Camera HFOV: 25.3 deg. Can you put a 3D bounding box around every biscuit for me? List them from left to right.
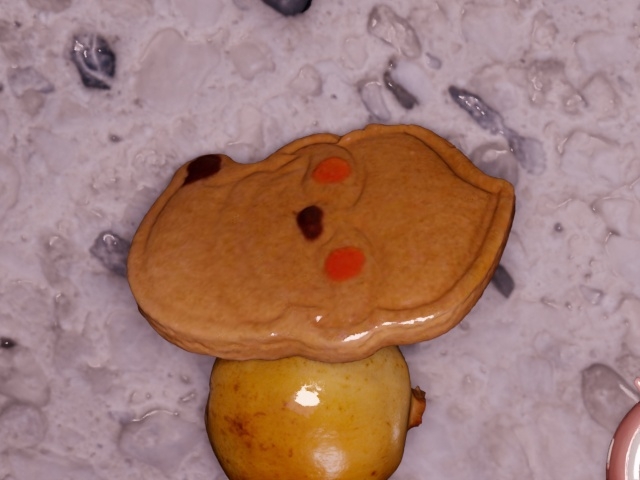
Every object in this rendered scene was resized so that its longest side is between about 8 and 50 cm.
[{"bbox_3d":[0.000,-0.001,1.633,0.455,0.349,0.078,-10,137,7],"label":"biscuit"}]

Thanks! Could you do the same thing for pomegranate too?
[{"bbox_3d":[-0.005,0.187,1.673,0.264,0.264,0.264,1,95,7],"label":"pomegranate"}]

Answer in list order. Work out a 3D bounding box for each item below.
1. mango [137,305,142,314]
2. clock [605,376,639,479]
[{"bbox_3d":[-0.196,0.049,1.778,0.077,0.063,0.127,-7,89,12],"label":"mango"},{"bbox_3d":[0.452,0.275,1.693,0.227,0.142,0.241,11,86,5],"label":"clock"}]
